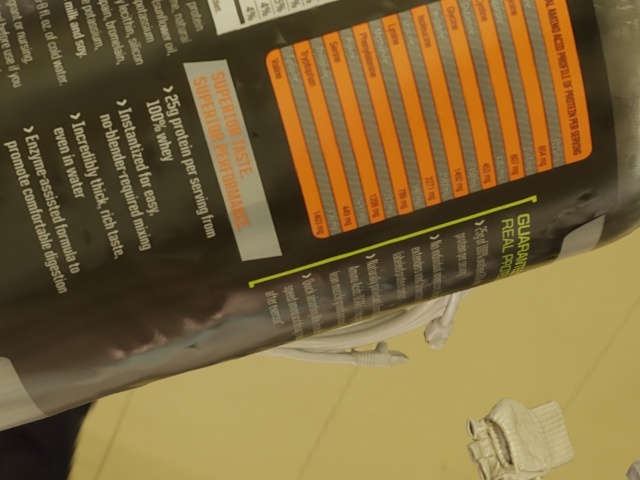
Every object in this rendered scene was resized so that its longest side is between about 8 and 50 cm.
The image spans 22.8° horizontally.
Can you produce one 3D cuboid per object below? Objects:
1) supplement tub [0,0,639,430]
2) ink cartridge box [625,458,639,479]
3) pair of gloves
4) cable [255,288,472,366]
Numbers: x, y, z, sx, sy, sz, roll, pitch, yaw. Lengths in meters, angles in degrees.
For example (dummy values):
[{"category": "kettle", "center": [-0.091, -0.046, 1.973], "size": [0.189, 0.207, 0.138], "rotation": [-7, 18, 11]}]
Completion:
[{"category": "supplement tub", "center": [-0.011, -0.069, 0.575], "size": [0.338, 0.207, 0.207], "rotation": [-16, 127, -3]}, {"category": "ink cartridge box", "center": [0.304, 0.201, 0.788], "size": [0.198, 0.115, 0.273], "rotation": [-27, 108, 8]}, {"category": "pair of gloves", "center": [0.243, 0.284, 1.712], "size": [0.042, 0.240, 0.204], "rotation": [-25, 162, 34]}, {"category": "cable", "center": [0.000, 0.000, 1.156], "size": [0.257, 0.089, 0.257], "rotation": [4, 148, -20]}]
